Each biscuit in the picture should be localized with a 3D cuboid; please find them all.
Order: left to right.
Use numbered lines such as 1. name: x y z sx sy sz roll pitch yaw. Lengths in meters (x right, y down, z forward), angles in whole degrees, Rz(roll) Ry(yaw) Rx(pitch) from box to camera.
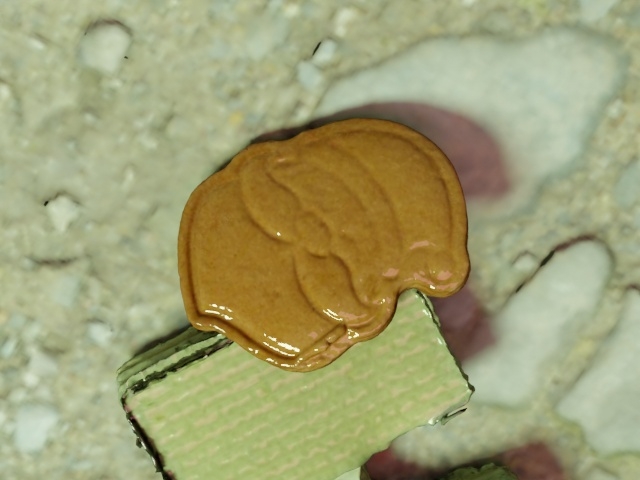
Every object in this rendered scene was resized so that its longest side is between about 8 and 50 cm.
1. biscuit: 0.000 0.000 0.832 0.130 0.019 0.102 -23 76 0
2. biscuit: 0.024 0.126 0.901 0.147 0.046 0.250 -29 112 2
